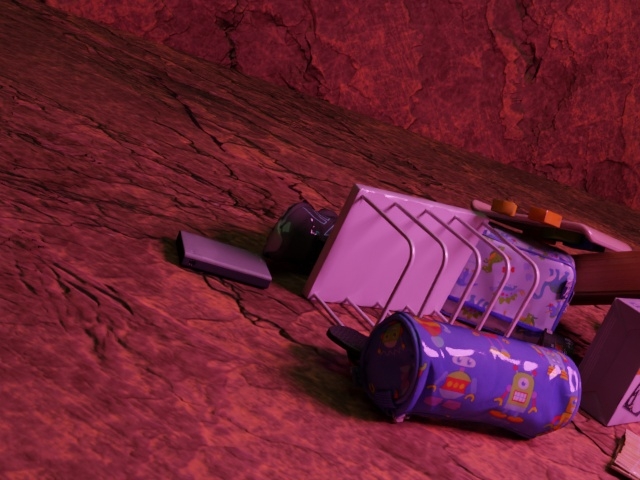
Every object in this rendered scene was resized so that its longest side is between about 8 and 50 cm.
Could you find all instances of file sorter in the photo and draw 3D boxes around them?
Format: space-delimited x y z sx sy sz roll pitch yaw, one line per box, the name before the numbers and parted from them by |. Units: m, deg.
file sorter | 0.156 0.059 1.416 0.278 0.193 0.173 10 24 -37

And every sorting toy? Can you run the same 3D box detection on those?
sorting toy | 0.368 -0.020 1.585 0.229 0.041 0.307 16 1 37

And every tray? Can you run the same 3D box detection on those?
tray | 0.499 0.073 1.687 0.203 0.076 0.411 10 -9 -38

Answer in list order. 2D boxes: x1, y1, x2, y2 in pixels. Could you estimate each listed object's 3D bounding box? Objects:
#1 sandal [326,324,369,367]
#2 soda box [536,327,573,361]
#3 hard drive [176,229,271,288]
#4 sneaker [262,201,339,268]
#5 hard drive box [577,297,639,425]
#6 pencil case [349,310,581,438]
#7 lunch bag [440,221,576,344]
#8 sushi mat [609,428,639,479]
sandal | 0.072 0.162 1.262 0.179 0.040 0.067 28 15 -39
soda box | 0.363 0.195 1.488 0.053 0.060 0.169 27 16 9
hard drive | -0.144 0.029 1.397 0.135 0.022 0.094 18 17 -20
sneaker | 0.000 0.000 1.537 0.106 0.101 0.267 33 17 18
hard drive box | 0.517 0.190 1.500 0.232 0.181 0.089 4 25 -45
pencil case | 0.194 0.179 1.211 0.306 0.133 0.119 14 -7 -31
lunch bag | 0.312 0.074 1.600 0.219 0.176 0.090 22 20 4
sushi mat | 0.547 0.366 1.278 0.316 0.019 0.151 30 17 20
